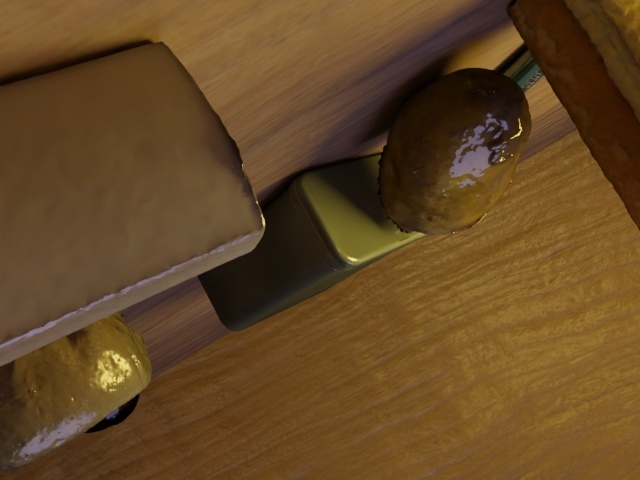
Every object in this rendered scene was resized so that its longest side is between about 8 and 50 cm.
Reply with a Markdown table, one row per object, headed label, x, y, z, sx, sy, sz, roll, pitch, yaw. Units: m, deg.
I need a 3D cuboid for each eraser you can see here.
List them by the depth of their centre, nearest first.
| label | x | y | z | sx | sy | sz | roll | pitch | yaw |
| --- | --- | --- | --- | --- | --- | --- | --- | --- | --- |
| eraser | -0.192 | -0.022 | 0.477 | 0.270 | 0.174 | 0.095 | -26 | 169 | -29 |

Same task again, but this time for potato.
| label | x | y | z | sx | sy | sz | roll | pitch | yaw |
| --- | --- | --- | --- | --- | --- | --- | --- | --- | --- |
| potato | 0.208 | -0.149 | 1.061 | 0.229 | 0.229 | 0.266 | -28 | 168 | -14 |

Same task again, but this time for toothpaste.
| label | x | y | z | sx | sy | sz | roll | pitch | yaw |
| --- | --- | --- | --- | --- | --- | --- | --- | --- | --- |
| toothpaste | 0.322 | -0.262 | 1.233 | 0.098 | 0.061 | 0.392 | -20 | 165 | -40 |

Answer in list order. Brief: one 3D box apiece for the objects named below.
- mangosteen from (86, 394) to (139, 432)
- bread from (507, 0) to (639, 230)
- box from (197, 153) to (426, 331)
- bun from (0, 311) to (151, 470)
| label | x | y | z | sx | sy | sz | roll | pitch | yaw |
| --- | --- | --- | --- | --- | --- | --- | --- | --- | --- |
| mangosteen | -0.452 | 0.277 | 1.422 | 0.230 | 0.194 | 0.194 | -61 | 168 | 5 |
| bread | 0.432 | -0.201 | 0.903 | 0.236 | 0.375 | 0.165 | -21 | 170 | -34 |
| box | 0.000 | 0.000 | 1.314 | 0.344 | 0.177 | 0.352 | -33 | 172 | 40 |
| bun | -0.359 | 0.146 | 0.826 | 0.281 | 0.205 | 0.281 | -29 | -174 | 3 |
